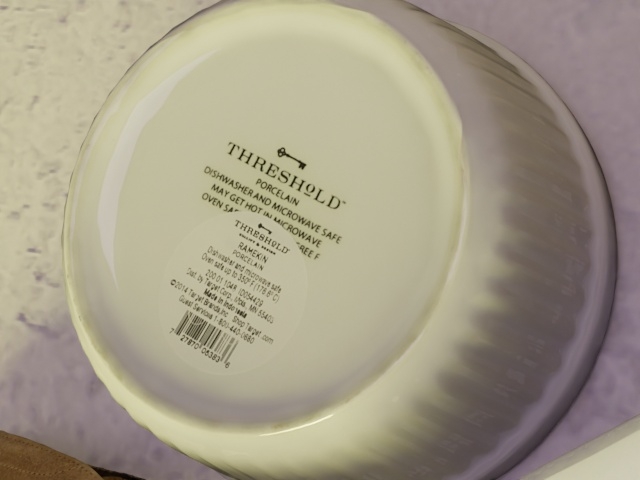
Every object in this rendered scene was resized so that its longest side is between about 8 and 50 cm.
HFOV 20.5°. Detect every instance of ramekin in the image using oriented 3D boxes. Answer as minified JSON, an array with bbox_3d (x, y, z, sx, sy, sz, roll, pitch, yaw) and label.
[{"bbox_3d":[0.000,0.000,0.676,0.207,0.109,0.207,-6,76,23],"label":"ramekin"}]

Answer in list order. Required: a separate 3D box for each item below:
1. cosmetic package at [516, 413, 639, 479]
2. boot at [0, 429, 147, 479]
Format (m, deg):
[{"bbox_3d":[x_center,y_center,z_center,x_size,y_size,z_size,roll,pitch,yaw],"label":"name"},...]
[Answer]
[{"bbox_3d":[0.240,0.113,0.507,0.453,0.161,0.230,-32,67,15],"label":"cosmetic package"},{"bbox_3d":[-0.080,0.142,0.646,0.305,0.112,0.115,12,73,50],"label":"boot"}]
